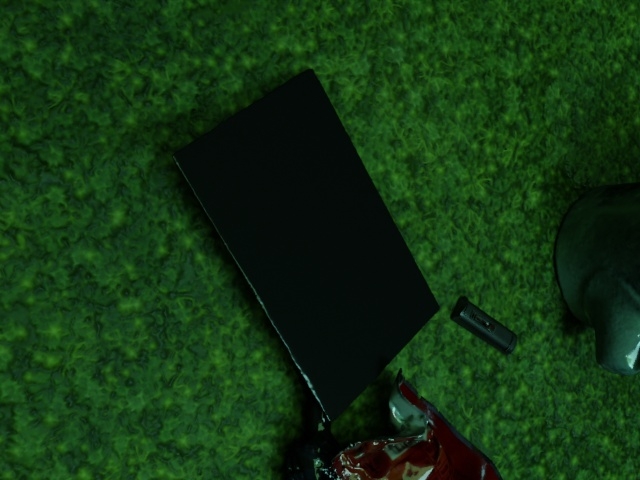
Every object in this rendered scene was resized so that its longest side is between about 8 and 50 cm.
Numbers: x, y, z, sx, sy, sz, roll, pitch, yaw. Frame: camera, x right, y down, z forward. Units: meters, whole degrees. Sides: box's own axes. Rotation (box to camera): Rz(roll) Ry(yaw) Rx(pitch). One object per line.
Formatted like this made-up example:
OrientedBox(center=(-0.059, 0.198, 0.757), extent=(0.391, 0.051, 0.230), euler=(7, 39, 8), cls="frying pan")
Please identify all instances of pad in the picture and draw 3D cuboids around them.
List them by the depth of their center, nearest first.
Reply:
OrientedBox(center=(0.000, 0.000, 0.841), extent=(0.202, 0.005, 0.299), euler=(-40, 107, -36), cls="pad")

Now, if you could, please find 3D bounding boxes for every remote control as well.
OrientedBox(center=(0.188, 0.098, 0.954), extent=(0.091, 0.016, 0.034), euler=(33, 70, -23), cls="remote control")

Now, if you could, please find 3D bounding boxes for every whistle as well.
OrientedBox(center=(0.457, -0.008, 1.007), extent=(0.405, 0.168, 0.188), euler=(-28, 101, -24), cls="whistle")

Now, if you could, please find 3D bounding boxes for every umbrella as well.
OrientedBox(center=(-0.002, 0.241, 0.828), extent=(0.071, 0.071, 0.248), euler=(5, 88, -27), cls="umbrella")

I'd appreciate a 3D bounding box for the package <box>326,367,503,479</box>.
OrientedBox(center=(0.112, 0.267, 0.868), extent=(0.194, 0.071, 0.269), euler=(-43, 111, -26), cls="package")
